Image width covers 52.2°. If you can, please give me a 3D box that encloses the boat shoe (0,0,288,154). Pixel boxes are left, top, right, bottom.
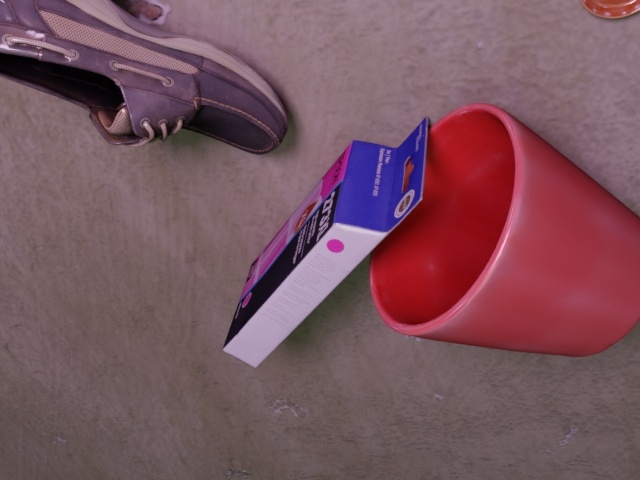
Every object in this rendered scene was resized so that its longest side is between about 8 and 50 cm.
[{"bbox_3d":[-0.205,-0.164,0.724,0.355,0.130,0.132,22,158,-25],"label":"boat shoe"}]

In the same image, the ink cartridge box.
[{"bbox_3d":[0.000,0.000,0.836,0.069,0.176,0.371,32,129,-15],"label":"ink cartridge box"}]

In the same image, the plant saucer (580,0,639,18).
[{"bbox_3d":[0.301,-0.266,0.656,0.083,0.013,0.084,6,131,7],"label":"plant saucer"}]

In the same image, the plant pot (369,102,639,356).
[{"bbox_3d":[0.228,0.010,0.760,0.243,0.275,0.275,20,132,-21],"label":"plant pot"}]
